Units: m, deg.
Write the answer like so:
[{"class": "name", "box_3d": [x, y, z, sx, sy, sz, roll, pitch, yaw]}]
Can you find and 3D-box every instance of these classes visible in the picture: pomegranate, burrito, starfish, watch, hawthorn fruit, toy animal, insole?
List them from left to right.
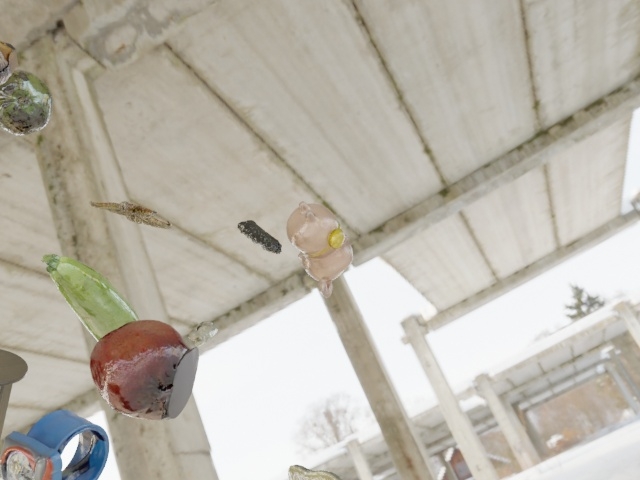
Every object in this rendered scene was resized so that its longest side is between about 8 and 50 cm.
[{"class": "pomegranate", "box_3d": [-0.655, -0.291, 1.416, 0.163, 0.138, 0.125, -4, 8, 15]}, {"class": "watch", "box_3d": [-0.752, 0.665, 1.921, 0.274, 0.241, 0.305, -20, -59, -57]}, {"class": "starfish", "box_3d": [-0.536, -0.081, 1.895, 0.240, 0.043, 0.227, 13, -15, -21]}, {"class": "hawthorn fruit", "box_3d": [-0.353, 0.238, 1.291, 0.189, 0.251, 0.190, -27, -51, -39]}, {"class": "burrito", "box_3d": [-0.330, 0.257, 1.864, 0.045, 0.058, 0.188, -58, -2, 6]}, {"class": "toy animal", "box_3d": [0.000, 0.002, 1.673, 0.149, 0.165, 0.248, -17, -49, -1]}, {"class": "insole", "box_3d": [0.000, 0.369, 0.959, 0.011, 0.081, 0.248, -8, -6, -25]}]

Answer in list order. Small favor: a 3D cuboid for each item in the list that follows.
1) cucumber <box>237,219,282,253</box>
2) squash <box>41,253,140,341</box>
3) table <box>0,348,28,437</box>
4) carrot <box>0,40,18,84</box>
[{"class": "cucumber", "box_3d": [-0.170, -0.007, 1.890, 0.053, 0.181, 0.053, -27, -46, -31]}, {"class": "squash", "box_3d": [-0.532, 0.143, 1.574, 0.118, 0.118, 0.371, -23, -43, -4]}, {"class": "table", "box_3d": [-0.794, 0.389, 1.550, 0.167, 0.167, 0.227, 4, -72, -47]}, {"class": "carrot", "box_3d": [-0.529, -0.228, 0.943, 0.070, 0.070, 0.260, -42, 11, 32]}]
